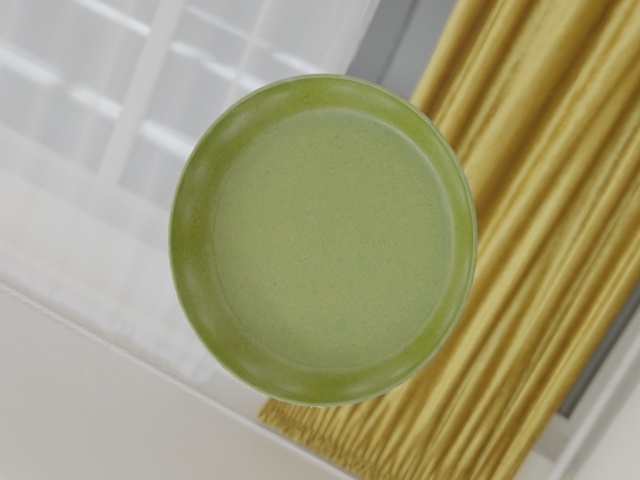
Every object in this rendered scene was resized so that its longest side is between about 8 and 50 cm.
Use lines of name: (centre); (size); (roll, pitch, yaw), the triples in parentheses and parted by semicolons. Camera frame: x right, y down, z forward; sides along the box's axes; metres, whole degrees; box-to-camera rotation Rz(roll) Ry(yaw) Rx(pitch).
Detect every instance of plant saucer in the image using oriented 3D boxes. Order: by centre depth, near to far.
plant saucer: (0.000, 0.000, 0.641); (0.241, 0.240, 0.037); (32, -169, 19)
